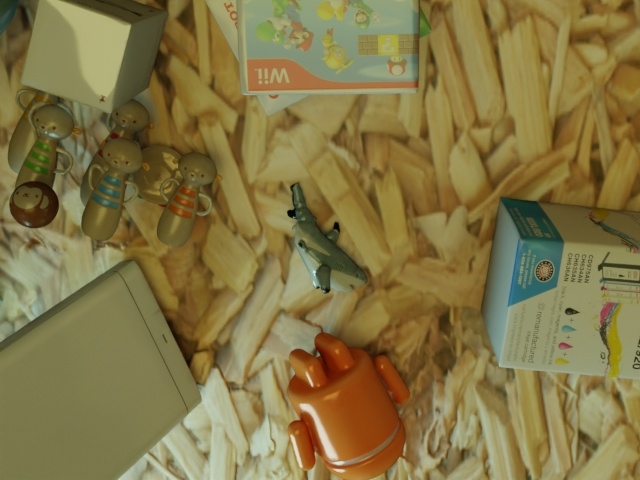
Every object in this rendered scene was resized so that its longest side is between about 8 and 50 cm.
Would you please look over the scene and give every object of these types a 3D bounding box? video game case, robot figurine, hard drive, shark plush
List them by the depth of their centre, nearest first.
[{"bbox_3d":[0.007,-0.304,0.948,0.204,0.025,0.285,0,106,5],"label":"video game case"},{"bbox_3d":[-0.316,0.209,1.086,0.047,0.353,0.233,-7,113,40],"label":"hard drive"},{"bbox_3d":[0.000,0.000,1.155,0.067,0.073,0.161,-27,85,-8],"label":"shark plush"},{"bbox_3d":[0.035,0.235,1.179,0.128,0.158,0.219,-16,109,32],"label":"robot figurine"}]

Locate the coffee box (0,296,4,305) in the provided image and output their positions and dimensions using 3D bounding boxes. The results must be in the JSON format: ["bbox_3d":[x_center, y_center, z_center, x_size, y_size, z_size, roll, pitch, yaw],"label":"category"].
[{"bbox_3d":[-0.657,0.132,1.043,0.338,0.337,0.334,39,95,-9],"label":"coffee box"}]

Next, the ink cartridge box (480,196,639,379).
[{"bbox_3d":[0.337,0.059,1.078,0.233,0.168,0.171,5,109,1],"label":"ink cartridge box"}]

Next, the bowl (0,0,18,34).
[{"bbox_3d":[-0.464,-0.281,0.963,0.312,0.311,0.163,-19,127,10],"label":"bowl"}]

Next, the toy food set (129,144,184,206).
[{"bbox_3d":[-0.211,-0.085,1.138,0.083,0.020,0.082,-24,106,11],"label":"toy food set"}]

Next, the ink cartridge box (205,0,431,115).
[{"bbox_3d":[-0.003,-0.268,1.023,0.219,0.092,0.160,-26,105,11],"label":"ink cartridge box"}]

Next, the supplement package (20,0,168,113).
[{"bbox_3d":[-0.256,-0.227,1.006,0.105,0.179,0.105,19,109,-4],"label":"supplement package"}]

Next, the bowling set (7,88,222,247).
[{"bbox_3d":[-0.272,-0.093,1.034,0.287,0.200,0.154,24,106,1],"label":"bowling set"}]
